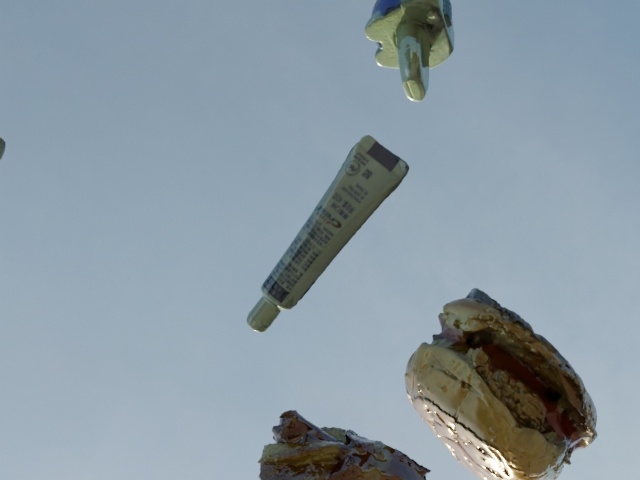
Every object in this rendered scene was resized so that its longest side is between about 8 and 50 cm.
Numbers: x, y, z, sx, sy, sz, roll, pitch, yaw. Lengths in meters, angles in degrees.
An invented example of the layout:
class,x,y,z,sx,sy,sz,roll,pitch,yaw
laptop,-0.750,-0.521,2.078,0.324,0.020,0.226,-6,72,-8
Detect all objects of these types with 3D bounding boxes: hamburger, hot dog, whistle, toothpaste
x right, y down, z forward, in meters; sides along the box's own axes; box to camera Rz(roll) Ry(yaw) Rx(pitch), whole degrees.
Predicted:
class,x,y,z,sx,sy,sz,roll,pitch,yaw
hamburger,0.210,0.187,1.152,0.163,0.244,0.244,-41,-64,-5
hot dog,0.044,0.233,0.920,0.213,0.146,0.103,35,-82,-1
whistle,0.099,-0.244,1.067,0.092,0.245,0.110,-9,-41,17
toothpaste,0.000,0.000,0.923,0.216,0.062,0.037,-54,-23,9

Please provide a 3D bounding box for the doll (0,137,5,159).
class,x,y,z,sx,sy,sz,roll,pitch,yaw
doll,-0.419,-0.103,1.090,0.137,0.097,0.210,11,-108,-35
